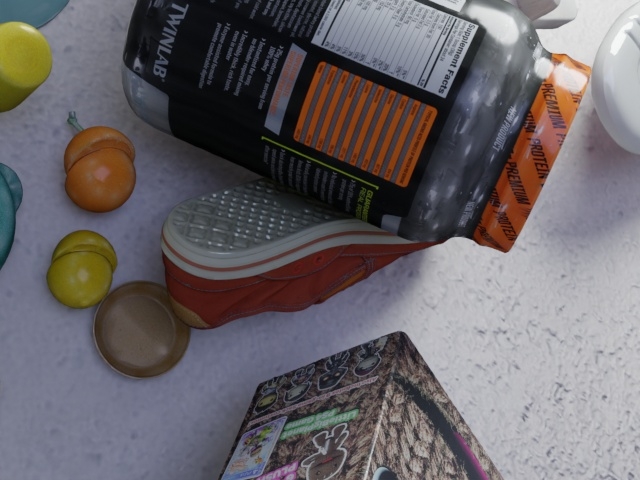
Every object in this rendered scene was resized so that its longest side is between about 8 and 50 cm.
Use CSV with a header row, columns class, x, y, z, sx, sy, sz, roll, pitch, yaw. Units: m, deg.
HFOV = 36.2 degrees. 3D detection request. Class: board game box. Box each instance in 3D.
class,x,y,z,sx,sy,sz,roll,pitch,yaw
board game box,0.035,0.252,0.694,0.232,0.141,0.291,55,28,-19

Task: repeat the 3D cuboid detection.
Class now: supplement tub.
class,x,y,z,sx,sy,sz,roll,pitch,yaw
supplement tub,0.030,-0.130,0.800,0.338,0.207,0.207,25,64,7

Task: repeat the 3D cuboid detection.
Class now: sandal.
class,x,y,z,sx,sy,sz,roll,pitch,yaw
sandal,0.392,-0.207,1.126,0.416,0.102,0.169,-36,108,-42

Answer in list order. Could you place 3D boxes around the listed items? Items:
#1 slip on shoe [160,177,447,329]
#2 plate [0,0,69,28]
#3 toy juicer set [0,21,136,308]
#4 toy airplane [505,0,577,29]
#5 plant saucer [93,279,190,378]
class,x,y,z,sx,sy,sz,roll,pitch,yaw
slip on shoe,0.000,0.000,0.877,0.331,0.101,0.123,-16,45,-39
plate,-0.296,-0.263,0.840,0.188,0.024,0.188,7,74,-24
toy juicer set,-0.269,0.006,0.755,0.209,0.089,0.329,46,57,-29
toy airplane,0.115,-0.365,0.952,0.386,0.272,0.384,48,63,-39
plant saucer,-0.151,0.076,0.822,0.083,0.015,0.083,7,72,-24
